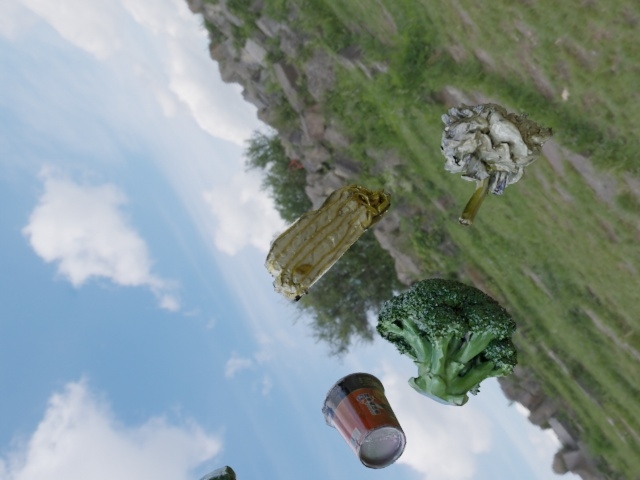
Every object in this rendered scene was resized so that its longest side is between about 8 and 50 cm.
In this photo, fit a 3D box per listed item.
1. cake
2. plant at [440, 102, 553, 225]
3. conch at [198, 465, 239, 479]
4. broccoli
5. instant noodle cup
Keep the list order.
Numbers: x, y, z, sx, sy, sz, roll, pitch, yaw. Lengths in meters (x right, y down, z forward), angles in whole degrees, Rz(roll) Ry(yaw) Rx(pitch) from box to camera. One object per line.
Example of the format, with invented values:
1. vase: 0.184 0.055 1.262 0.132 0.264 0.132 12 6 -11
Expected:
1. cake: -0.003 -0.003 0.688 0.080 0.185 0.116 44 161 -5
2. plant: 0.162 -0.069 0.543 0.105 0.121 0.117 13 180 34
3. conch: -0.138 0.379 0.669 0.202 0.134 0.196 123 136 -67
4. broccoli: 0.164 0.132 0.753 0.196 0.156 0.195 19 164 6
5. instant noodle cup: 0.082 0.317 0.993 0.127 0.127 0.135 42 -178 -25
